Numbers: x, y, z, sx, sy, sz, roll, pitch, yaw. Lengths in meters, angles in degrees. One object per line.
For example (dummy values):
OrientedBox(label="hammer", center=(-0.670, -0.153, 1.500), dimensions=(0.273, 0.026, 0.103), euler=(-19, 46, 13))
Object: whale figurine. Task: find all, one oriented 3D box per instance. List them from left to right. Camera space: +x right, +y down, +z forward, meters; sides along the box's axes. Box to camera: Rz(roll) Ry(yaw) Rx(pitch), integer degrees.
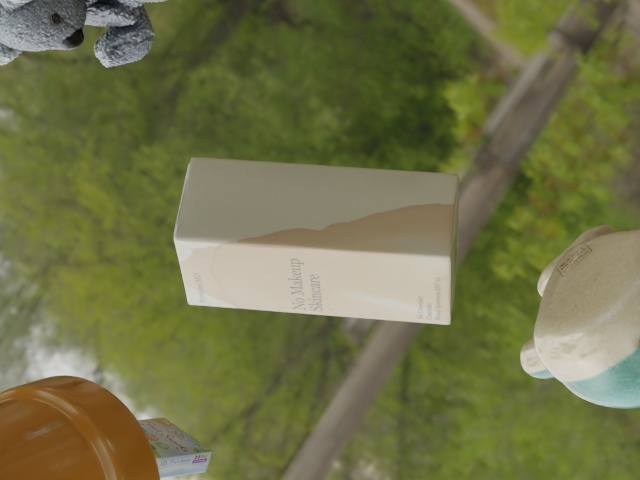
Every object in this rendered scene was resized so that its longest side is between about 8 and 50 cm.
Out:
OrientedBox(label="whale figurine", center=(0.295, 0.070, 1.628), dimensions=(0.141, 0.216, 0.272), euler=(45, -175, -12))

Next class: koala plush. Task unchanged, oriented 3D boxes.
OrientedBox(label="koala plush", center=(-0.335, -0.309, 2.104), dimensions=(0.203, 0.221, 0.196), euler=(49, 147, 10))

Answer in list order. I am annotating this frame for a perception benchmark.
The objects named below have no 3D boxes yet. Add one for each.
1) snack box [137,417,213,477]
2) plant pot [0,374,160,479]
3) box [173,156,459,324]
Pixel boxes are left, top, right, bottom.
OrientedBox(label="snack box", center=(-0.226, 0.275, 2.202), dimensions=(0.100, 0.037, 0.141), euler=(30, -164, 34))
OrientedBox(label="plant pot", center=(-0.278, 0.235, 1.475), dimensions=(0.205, 0.205, 0.188), euler=(35, -158, 24))
OrientedBox(label="box", center=(0.000, 0.000, 1.898), dimensions=(0.311, 0.121, 0.148), euler=(3, 145, 8))
